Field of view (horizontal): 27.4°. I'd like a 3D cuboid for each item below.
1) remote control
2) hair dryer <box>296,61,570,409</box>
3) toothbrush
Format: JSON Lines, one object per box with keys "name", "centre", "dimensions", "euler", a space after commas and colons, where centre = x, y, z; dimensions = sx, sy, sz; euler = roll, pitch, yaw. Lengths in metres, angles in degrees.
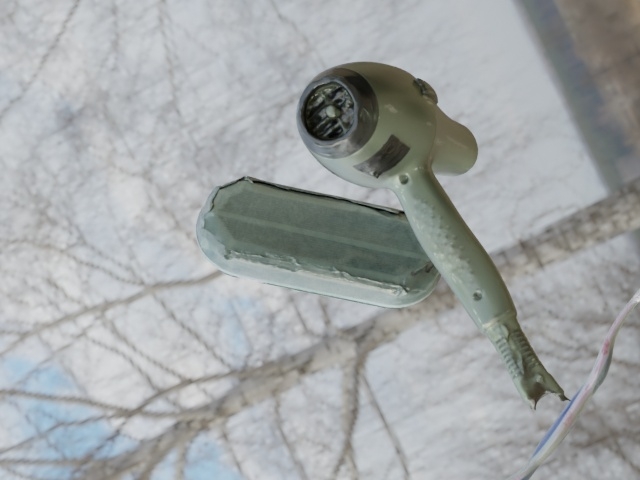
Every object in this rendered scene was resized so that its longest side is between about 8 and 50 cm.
{"name": "remote control", "centre": [0.000, 0.000, 1.290], "dimensions": [0.052, 0.247, 0.104], "euler": [100, -179, -60]}
{"name": "hair dryer", "centre": [0.098, -0.018, 0.945], "dimensions": [0.267, 0.092, 0.229], "euler": [55, -159, 0]}
{"name": "toothbrush", "centre": [0.247, 0.131, 1.217], "dimensions": [0.027, 0.269, 0.021], "euler": [40, -168, 31]}
